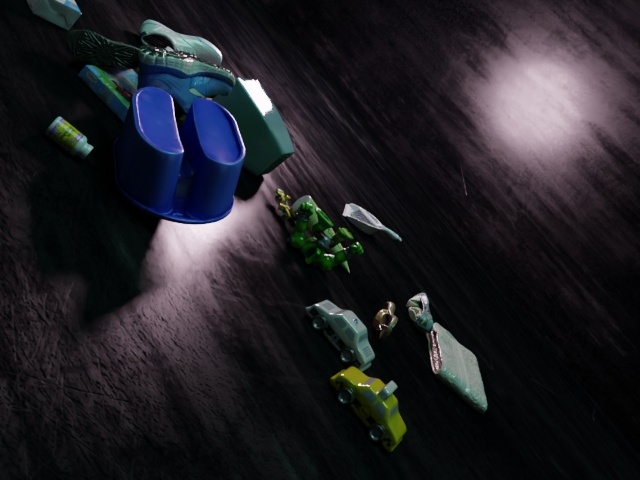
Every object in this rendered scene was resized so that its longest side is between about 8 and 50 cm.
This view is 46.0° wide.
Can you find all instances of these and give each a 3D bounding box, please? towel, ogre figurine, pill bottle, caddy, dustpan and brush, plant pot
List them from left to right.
[{"bbox_3d":[-0.467,-0.189,1.407,0.083,0.043,0.043,39,19,-17],"label":"pill bottle"},{"bbox_3d":[-0.292,-0.163,1.536,0.241,0.179,0.341,9,33,-23],"label":"caddy"},{"bbox_3d":[-0.191,-0.305,2.093,0.234,0.166,0.165,53,18,2],"label":"plant pot"},{"bbox_3d":[0.000,0.000,1.906,0.197,0.118,0.097,33,17,-36],"label":"ogre figurine"},{"bbox_3d":[0.176,-0.052,2.502,0.211,0.060,0.147,43,18,-8],"label":"dustpan and brush"},{"bbox_3d":[0.380,0.346,2.102,0.187,0.049,0.282,40,19,-13],"label":"towel"}]

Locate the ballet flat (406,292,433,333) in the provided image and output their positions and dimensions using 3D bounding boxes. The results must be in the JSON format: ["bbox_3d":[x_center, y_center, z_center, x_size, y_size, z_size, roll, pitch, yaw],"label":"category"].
[{"bbox_3d":[0.284,0.199,2.195,0.070,0.070,0.188,39,15,-18],"label":"ballet flat"}]

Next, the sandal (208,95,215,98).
[{"bbox_3d":[-0.355,-0.462,2.261,0.097,0.054,0.254,49,7,-13],"label":"sandal"}]

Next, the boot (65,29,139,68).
[{"bbox_3d":[-0.512,-0.457,1.806,0.190,0.076,0.208,17,15,-22],"label":"boot"}]

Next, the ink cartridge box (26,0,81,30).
[{"bbox_3d":[-0.670,-0.605,1.844,0.104,0.060,0.180,18,32,-53],"label":"ink cartridge box"}]

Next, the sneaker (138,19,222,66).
[{"bbox_3d":[-0.420,-0.565,2.245,0.258,0.094,0.091,17,41,-18],"label":"sneaker"}]

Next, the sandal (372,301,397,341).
[{"bbox_3d":[0.158,0.200,1.907,0.049,0.072,0.180,27,19,-6],"label":"sandal"}]

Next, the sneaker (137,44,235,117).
[{"bbox_3d":[-0.334,-0.377,1.830,0.130,0.147,0.330,28,18,25],"label":"sneaker"}]

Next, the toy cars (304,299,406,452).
[{"bbox_3d":[0.086,0.257,1.583,0.176,0.087,0.393,32,22,-35],"label":"toy cars"}]

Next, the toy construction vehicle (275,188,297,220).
[{"bbox_3d":[-0.093,-0.088,2.039,0.086,0.035,0.098,17,41,-55],"label":"toy construction vehicle"}]

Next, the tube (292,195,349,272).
[{"bbox_3d":[0.012,-0.018,2.053,0.240,0.062,0.070,53,54,-28],"label":"tube"}]

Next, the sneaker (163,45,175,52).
[{"bbox_3d":[-0.373,-0.412,1.963,0.161,0.102,0.282,47,6,-11],"label":"sneaker"}]

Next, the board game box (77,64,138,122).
[{"bbox_3d":[-0.454,-0.344,1.785,0.160,0.039,0.211,45,17,3],"label":"board game box"}]

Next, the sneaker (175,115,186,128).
[{"bbox_3d":[-0.296,-0.264,1.887,0.109,0.123,0.295,-13,32,-21],"label":"sneaker"}]
